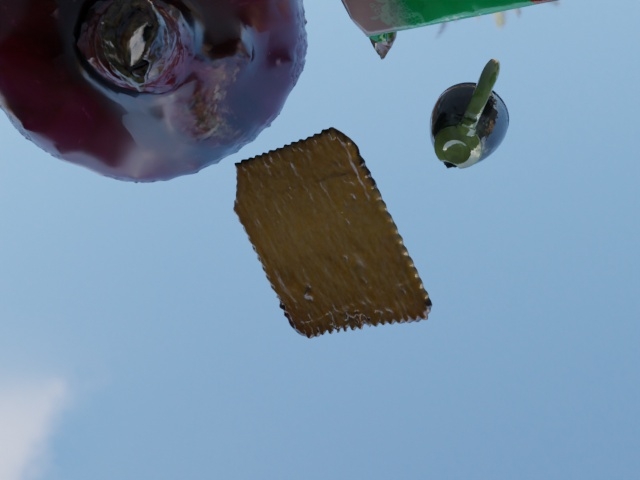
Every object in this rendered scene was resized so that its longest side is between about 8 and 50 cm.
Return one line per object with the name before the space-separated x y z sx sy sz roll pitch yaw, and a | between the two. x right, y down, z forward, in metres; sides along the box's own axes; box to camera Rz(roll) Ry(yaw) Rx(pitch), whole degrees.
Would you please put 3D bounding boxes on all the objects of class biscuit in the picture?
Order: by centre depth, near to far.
biscuit | 0.000 0.000 1.138 0.232 0.236 0.013 -14 -163 46

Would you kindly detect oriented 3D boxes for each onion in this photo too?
onion | -0.201 -0.227 1.156 0.398 0.398 0.420 -32 -151 3

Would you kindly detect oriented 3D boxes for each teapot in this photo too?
teapot | 0.164 -0.138 1.158 0.092 0.124 0.090 0 -146 21

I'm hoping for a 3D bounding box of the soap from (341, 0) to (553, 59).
soap | 0.121 -0.282 0.908 0.273 0.218 0.098 1 -134 43
